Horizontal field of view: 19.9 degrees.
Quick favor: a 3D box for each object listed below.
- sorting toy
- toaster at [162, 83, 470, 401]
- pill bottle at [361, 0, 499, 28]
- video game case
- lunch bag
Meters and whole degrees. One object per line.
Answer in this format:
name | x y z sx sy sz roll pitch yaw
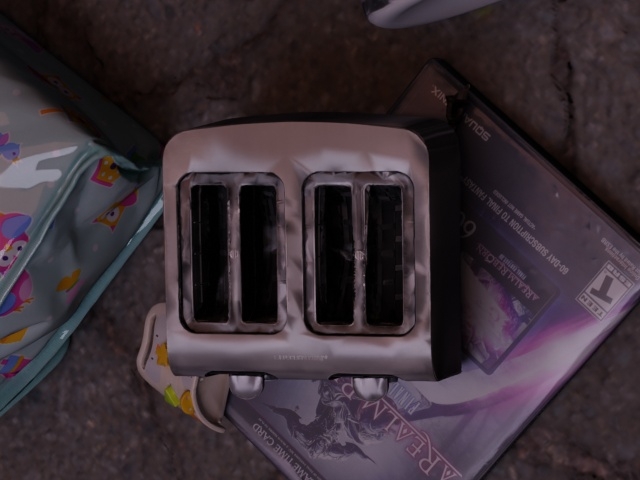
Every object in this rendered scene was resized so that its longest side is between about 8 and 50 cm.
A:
sorting toy | -0.092 0.076 1.199 0.075 0.045 0.083 21 102 43
toaster | 0.000 0.000 1.093 0.168 0.110 0.185 1 95 12
pill bottle | 0.053 -0.260 1.077 0.130 0.130 0.245 -19 86 24
video game case | 0.060 0.052 1.158 0.196 0.026 0.274 44 109 15
lunch bag | -0.257 -0.011 1.223 0.223 0.160 0.262 37 102 16
